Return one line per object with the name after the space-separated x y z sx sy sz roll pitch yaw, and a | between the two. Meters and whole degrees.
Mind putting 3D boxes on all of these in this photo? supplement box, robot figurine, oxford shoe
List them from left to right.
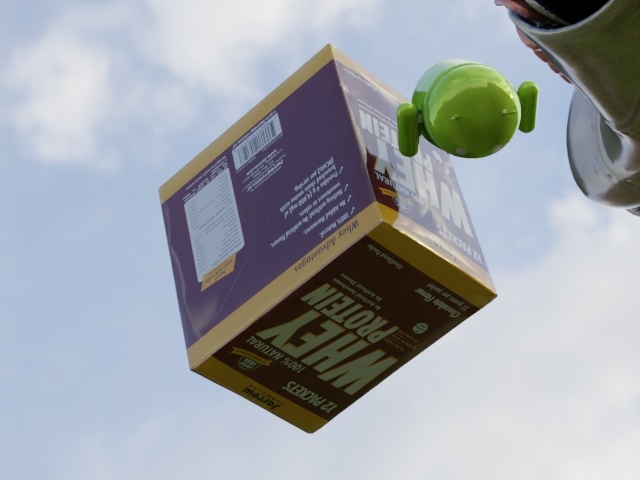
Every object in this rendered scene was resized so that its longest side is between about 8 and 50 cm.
0.000 0.000 1.427 0.191 0.194 0.129 -39 -49 23 | supplement box
0.101 -0.093 1.342 0.101 0.115 0.067 -9 -80 -7 | robot figurine
0.128 -0.107 0.787 0.130 0.123 0.348 -8 -26 -8 | oxford shoe
